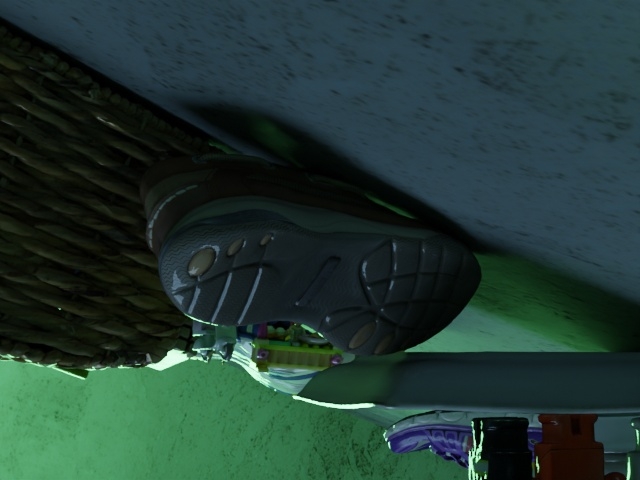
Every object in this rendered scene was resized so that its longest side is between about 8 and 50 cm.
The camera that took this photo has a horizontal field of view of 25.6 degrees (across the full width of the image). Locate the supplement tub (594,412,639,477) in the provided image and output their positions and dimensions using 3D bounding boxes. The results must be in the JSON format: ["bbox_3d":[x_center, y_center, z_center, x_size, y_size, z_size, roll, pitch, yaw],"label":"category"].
[{"bbox_3d":[0.324,0.315,1.279,0.235,0.325,0.235,-4,176,0],"label":"supplement tub"}]

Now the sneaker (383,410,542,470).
[{"bbox_3d":[0.137,0.186,1.257,0.170,0.071,0.068,-2,175,22],"label":"sneaker"}]

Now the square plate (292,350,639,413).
[{"bbox_3d":[0.176,0.122,1.218,0.347,0.049,0.344,1,175,-13],"label":"square plate"}]

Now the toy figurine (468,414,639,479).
[{"bbox_3d":[0.229,0.208,1.084,0.209,0.148,0.213,-4,173,30],"label":"toy figurine"}]

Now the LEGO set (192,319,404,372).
[{"bbox_3d":[0.008,0.088,1.536,0.287,0.107,0.132,5,-179,-37],"label":"LEGO set"}]

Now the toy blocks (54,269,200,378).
[{"bbox_3d":[-0.273,0.052,1.754,0.381,0.191,0.261,23,159,-19],"label":"toy blocks"}]

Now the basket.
[{"bbox_3d":[-0.254,-0.027,1.043,0.299,0.213,0.223,29,167,-40],"label":"basket"}]

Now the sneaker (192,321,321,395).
[{"bbox_3d":[-0.120,0.120,2.016,0.296,0.112,0.131,20,153,-10],"label":"sneaker"}]

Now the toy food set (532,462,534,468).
[{"bbox_3d":[0.368,0.293,2.039,0.128,0.071,0.218,-19,149,36],"label":"toy food set"}]

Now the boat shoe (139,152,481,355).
[{"bbox_3d":[0.000,0.000,1.044,0.324,0.123,0.116,18,-151,-48],"label":"boat shoe"}]
